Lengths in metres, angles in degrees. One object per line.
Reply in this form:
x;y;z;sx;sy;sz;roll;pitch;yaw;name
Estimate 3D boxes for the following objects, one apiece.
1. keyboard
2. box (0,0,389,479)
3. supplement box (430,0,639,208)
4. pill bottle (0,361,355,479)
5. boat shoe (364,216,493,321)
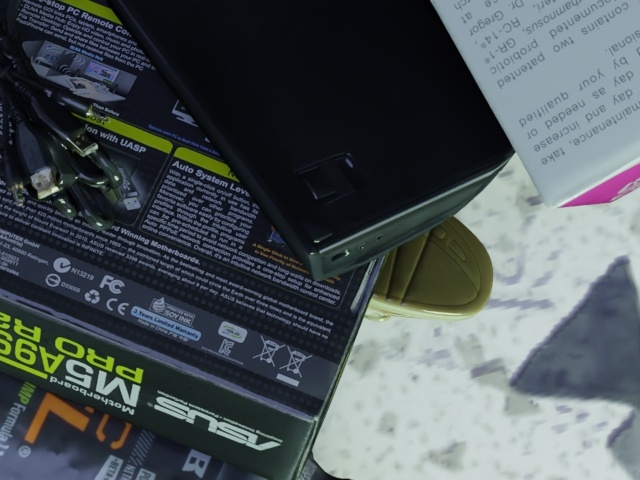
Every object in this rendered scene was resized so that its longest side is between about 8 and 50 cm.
-0.076;-0.111;0.784;0.201;0.033;0.317;-24;66;-29;keyboard
-0.093;-0.049;0.796;0.270;0.060;0.216;21;56;2;box
0.092;-0.132;0.754;0.114;0.111;0.220;-32;81;18;supplement box
-0.093;0.101;0.816;0.245;0.130;0.130;23;91;2;pill bottle
-0.001;0.002;0.858;0.153;0.048;0.056;14;67;-4;boat shoe
